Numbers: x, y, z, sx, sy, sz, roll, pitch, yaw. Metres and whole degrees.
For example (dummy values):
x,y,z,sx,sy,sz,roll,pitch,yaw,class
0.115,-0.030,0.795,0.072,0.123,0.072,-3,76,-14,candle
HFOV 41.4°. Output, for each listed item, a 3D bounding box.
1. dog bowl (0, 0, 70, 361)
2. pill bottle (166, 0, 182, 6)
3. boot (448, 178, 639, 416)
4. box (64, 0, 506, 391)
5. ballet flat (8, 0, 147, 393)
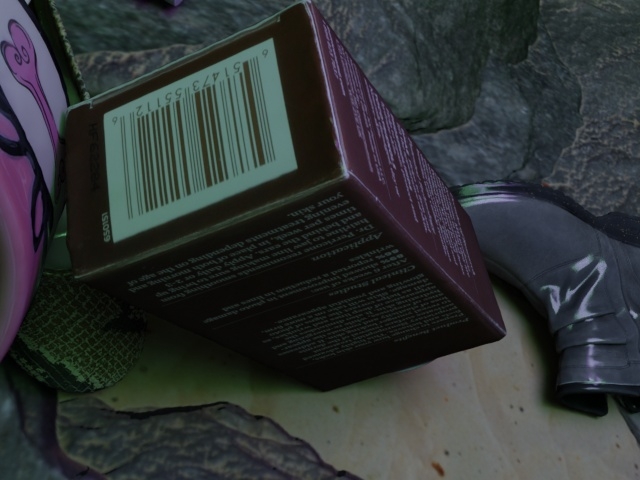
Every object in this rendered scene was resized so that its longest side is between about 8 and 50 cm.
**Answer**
x,y,z,sx,sy,sz,roll,pitch,yaw,class
-0.348,-0.019,0.486,0.408,0.408,0.150,3,36,-24,dog bowl
-0.203,-0.317,0.954,0.120,0.067,0.067,32,54,-5,pill bottle
0.257,0.068,0.923,0.338,0.118,0.222,9,64,-15,boot
0.000,0.000,0.664,0.381,0.191,0.143,42,33,-57,box
-0.264,-0.111,0.736,0.164,0.182,0.482,-12,68,-28,ballet flat
